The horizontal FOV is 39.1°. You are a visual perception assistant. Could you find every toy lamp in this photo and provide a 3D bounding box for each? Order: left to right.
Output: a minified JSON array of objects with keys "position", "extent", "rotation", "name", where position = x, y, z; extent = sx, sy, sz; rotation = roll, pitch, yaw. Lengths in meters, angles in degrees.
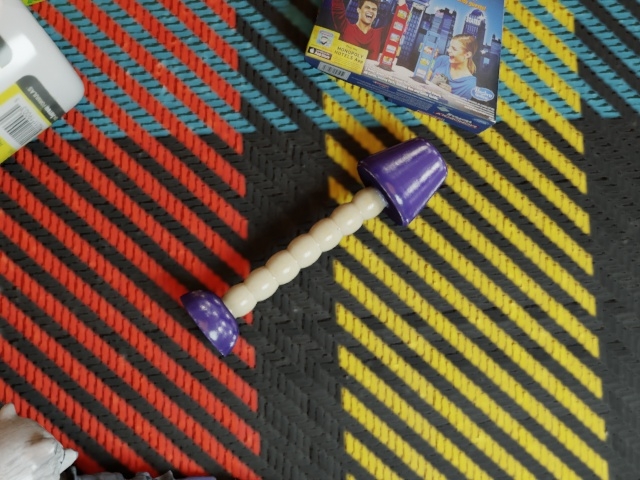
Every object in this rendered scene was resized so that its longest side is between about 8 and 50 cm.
[{"position":[0.000,0.000,0.850],"extent":[0.275,0.080,0.080],"rotation":[-37,91,-4],"name":"toy lamp"}]

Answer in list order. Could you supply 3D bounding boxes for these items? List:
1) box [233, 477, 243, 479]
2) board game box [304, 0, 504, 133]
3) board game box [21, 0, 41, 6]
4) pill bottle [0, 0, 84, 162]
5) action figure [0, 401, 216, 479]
[{"position":[0.001,0.310,0.850],"extent":[0.207,0.036,0.114],"rotation":[18,85,-5],"name":"box"},{"position":[0.103,-0.230,0.881],"extent":[0.194,0.060,0.194],"rotation":[20,84,-5],"name":"board game box"},{"position":[-0.272,-0.324,0.852],"extent":[0.092,0.043,0.181],"rotation":[-19,89,-7],"name":"board game box"},{"position":[-0.384,-0.097,0.753],"extent":[0.334,0.188,0.188],"rotation":[-39,92,-8],"name":"pill bottle"},{"position":[-0.226,0.292,0.731],"extent":[0.341,0.178,0.330],"rotation":[-2,106,-26],"name":"action figure"}]
